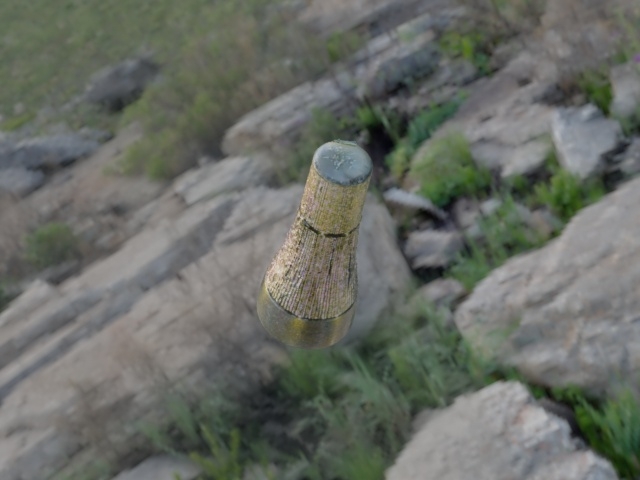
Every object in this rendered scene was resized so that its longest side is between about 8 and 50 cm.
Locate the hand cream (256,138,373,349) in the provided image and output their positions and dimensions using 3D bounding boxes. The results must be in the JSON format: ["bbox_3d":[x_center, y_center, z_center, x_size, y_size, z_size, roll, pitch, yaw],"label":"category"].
[{"bbox_3d":[0.000,0.000,1.035,0.084,0.203,0.084,5,51,-6],"label":"hand cream"}]
